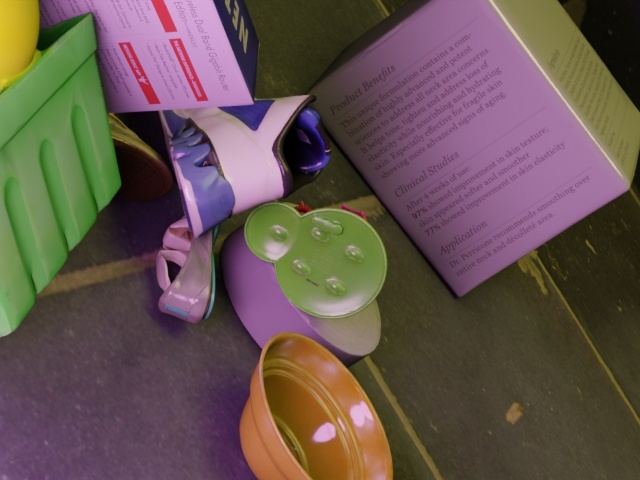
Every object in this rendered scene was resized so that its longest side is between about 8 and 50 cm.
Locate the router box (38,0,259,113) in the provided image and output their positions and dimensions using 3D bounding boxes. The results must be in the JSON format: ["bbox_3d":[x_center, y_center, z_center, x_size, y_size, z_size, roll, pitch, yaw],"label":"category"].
[{"bbox_3d":[-0.240,-0.242,1.451,0.335,0.301,0.082,70,20,-59],"label":"router box"}]

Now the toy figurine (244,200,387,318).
[{"bbox_3d":[0.000,0.000,1.817,0.173,0.130,0.159,28,14,-1],"label":"toy figurine"}]

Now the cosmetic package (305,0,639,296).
[{"bbox_3d":[0.250,-0.200,2.367,0.394,0.329,0.327,52,26,-8],"label":"cosmetic package"}]

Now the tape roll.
[{"bbox_3d":[-0.022,0.062,1.879,0.219,0.072,0.219,42,28,-28],"label":"tape roll"}]

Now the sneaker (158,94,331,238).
[{"bbox_3d":[-0.088,-0.119,1.776,0.315,0.182,0.127,-112,-168,-55],"label":"sneaker"}]

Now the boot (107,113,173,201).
[{"bbox_3d":[-0.254,-0.146,1.721,0.213,0.077,0.165,32,32,-40],"label":"boot"}]

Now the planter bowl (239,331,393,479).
[{"bbox_3d":[-0.023,0.214,1.669,0.217,0.090,0.217,41,29,-29],"label":"planter bowl"}]

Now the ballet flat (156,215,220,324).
[{"bbox_3d":[-0.148,0.011,1.730,0.068,0.072,0.213,15,34,-10],"label":"ballet flat"}]

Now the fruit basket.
[{"bbox_3d":[-0.338,-0.124,1.284,0.392,0.283,0.392,53,28,-44],"label":"fruit basket"}]
